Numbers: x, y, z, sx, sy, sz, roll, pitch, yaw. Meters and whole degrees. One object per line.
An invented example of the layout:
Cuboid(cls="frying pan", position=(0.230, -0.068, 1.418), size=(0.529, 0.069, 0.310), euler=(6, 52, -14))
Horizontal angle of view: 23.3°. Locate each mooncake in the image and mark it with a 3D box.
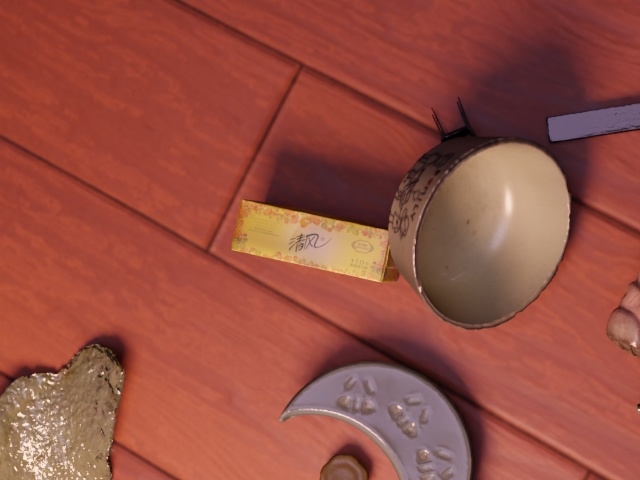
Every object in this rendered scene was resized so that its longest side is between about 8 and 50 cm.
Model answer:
Cuboid(cls="mooncake", position=(-0.103, 0.346, 1.772), size=(0.346, 0.057, 0.150), euler=(-14, 73, 16))

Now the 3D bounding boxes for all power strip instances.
Cuboid(cls="power strip", position=(0.087, 0.236, 1.711), size=(0.167, 0.054, 0.253), euler=(-41, 81, -3))

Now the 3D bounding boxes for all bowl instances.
Cuboid(cls="bowl", position=(0.155, -0.021, 1.660), size=(0.112, 0.211, 0.211), euler=(29, 97, 52))

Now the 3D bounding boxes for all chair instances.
Cuboid(cls="chair", position=(0.155, -0.114, 1.725), size=(0.042, 0.037, 0.086), euler=(-29, 78, 0))

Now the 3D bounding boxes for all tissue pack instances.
Cuboid(cls="tissue pack", position=(0.000, 0.000, 1.732), size=(0.176, 0.095, 0.062), euler=(11, 91, 14))

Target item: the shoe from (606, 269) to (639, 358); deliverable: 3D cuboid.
Cuboid(cls="shoe", position=(0.479, 0.056, 1.575), size=(0.351, 0.172, 0.198), euler=(12, 85, 10))

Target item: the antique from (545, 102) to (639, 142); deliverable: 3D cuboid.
Cuboid(cls="antique", position=(0.343, -0.135, 1.690), size=(0.192, 0.015, 0.031), euler=(-8, 86, 13))

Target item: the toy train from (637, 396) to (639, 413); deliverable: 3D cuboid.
Cuboid(cls="toy train", position=(0.380, 0.222, 1.614), size=(0.071, 0.111, 0.170), euler=(-15, 108, 11))

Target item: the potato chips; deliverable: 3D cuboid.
Cuboid(cls="potato chips", position=(-0.306, 0.228, 1.825), size=(0.228, 0.059, 0.167), euler=(-33, 88, 6))
